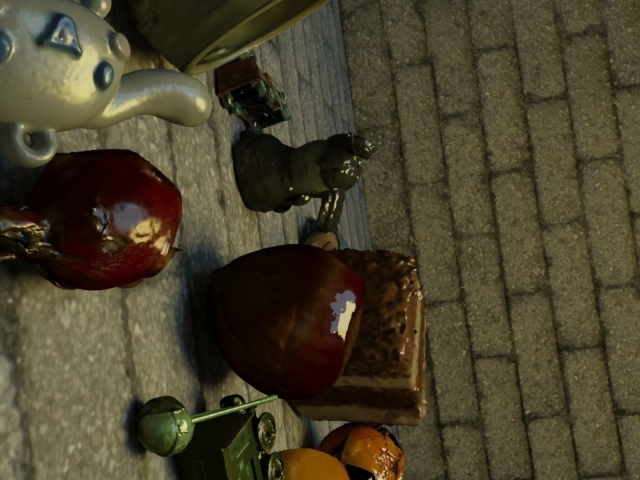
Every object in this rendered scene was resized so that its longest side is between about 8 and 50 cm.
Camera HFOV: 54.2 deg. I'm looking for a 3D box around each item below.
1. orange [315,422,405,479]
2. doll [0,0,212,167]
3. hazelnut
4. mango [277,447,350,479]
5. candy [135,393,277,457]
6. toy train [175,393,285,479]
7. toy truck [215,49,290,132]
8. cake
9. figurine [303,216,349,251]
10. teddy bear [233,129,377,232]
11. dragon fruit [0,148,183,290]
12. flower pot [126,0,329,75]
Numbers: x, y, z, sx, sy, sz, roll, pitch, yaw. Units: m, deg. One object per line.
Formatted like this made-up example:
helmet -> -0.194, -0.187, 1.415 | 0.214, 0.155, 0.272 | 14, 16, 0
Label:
orange -> 0.070, 0.468, 1.205 | 0.234, 0.183, 0.234 | -1, 90, -74
doll -> -0.235, -0.176, 0.417 | 0.311, 0.160, 0.242 | -32, 129, -51
hazelnut -> -0.057, 0.101, 0.855 | 0.229, 0.230, 0.229 | -8, 90, -78
mango -> -0.016, 0.456, 0.943 | 0.187, 0.138, 0.256 | 53, 22, -42
candy -> -0.117, 0.193, 0.704 | 0.203, 0.061, 0.061 | 1, 80, -53
toy train -> -0.102, 0.311, 0.775 | 0.137, 0.090, 0.225 | -40, 122, -67
toy truck -> -0.120, -0.272, 1.099 | 0.178, 0.080, 0.115 | 37, 37, -71
cake -> 0.059, 0.186, 1.169 | 0.255, 0.282, 0.290 | -77, 160, -44
figurine -> 0.003, -0.004, 1.441 | 0.178, 0.114, 0.144 | -102, 167, -46
teddy bear -> -0.026, -0.103, 1.093 | 0.144, 0.251, 0.171 | -10, 106, -76
dragon fruit -> -0.203, -0.013, 0.501 | 0.246, 0.125, 0.125 | -10, 106, -62
flower pot -> -0.112, -0.366, 0.740 | 0.244, 0.308, 0.307 | 59, 17, -10
